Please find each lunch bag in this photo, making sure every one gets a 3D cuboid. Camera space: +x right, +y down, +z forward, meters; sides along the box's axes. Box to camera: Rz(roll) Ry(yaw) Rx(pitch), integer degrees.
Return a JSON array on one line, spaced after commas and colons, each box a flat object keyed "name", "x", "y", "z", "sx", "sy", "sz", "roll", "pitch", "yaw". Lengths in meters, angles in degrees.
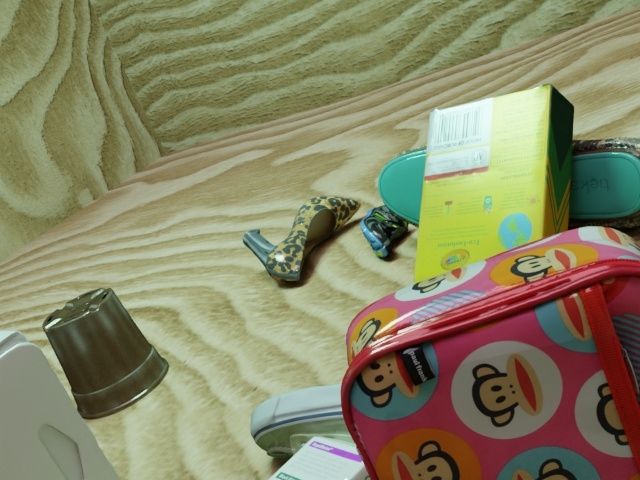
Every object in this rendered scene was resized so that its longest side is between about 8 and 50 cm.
[{"name": "lunch bag", "x": 0.172, "y": 0.145, "z": 0.523, "sx": 0.258, "sy": 0.293, "sz": 0.120, "roll": -21, "pitch": 14, "yaw": 9}]

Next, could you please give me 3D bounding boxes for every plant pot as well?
[{"name": "plant pot", "x": -0.365, "y": 0.178, "z": 1.286, "sx": 0.167, "sy": 0.165, "sz": 0.167, "roll": -22, "pitch": 18, "yaw": 8}]

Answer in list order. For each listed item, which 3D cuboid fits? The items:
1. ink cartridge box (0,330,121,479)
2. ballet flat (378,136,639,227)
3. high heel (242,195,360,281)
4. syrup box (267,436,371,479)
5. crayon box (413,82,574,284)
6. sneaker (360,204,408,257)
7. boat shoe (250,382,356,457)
[{"name": "ink cartridge box", "x": -0.445, "y": 0.268, "z": 0.943, "sx": 0.395, "sy": 0.285, "sz": 0.166, "roll": -8, "pitch": 26, "yaw": 42}, {"name": "ballet flat", "x": 0.327, "y": -0.085, "z": 1.232, "sx": 0.483, "sy": 0.164, "sz": 0.182, "roll": 1, "pitch": 8, "yaw": 42}, {"name": "high heel", "x": 0.000, "y": 0.000, "z": 1.502, "sx": 0.261, "sy": 0.093, "sz": 0.186, "roll": -22, "pitch": 34, "yaw": -20}, {"name": "syrup box", "x": -0.035, "y": 0.289, "z": 0.688, "sx": 0.237, "sy": 0.093, "sz": 0.096, "roll": -36, "pitch": 21, "yaw": -32}, {"name": "crayon box", "x": 0.240, "y": -0.043, "z": 1.094, "sx": 0.202, "sy": 0.081, "sz": 0.318, "roll": -5, "pitch": 69, "yaw": 42}, {"name": "sneaker", "x": 0.120, "y": -0.028, "z": 1.410, "sx": 0.078, "sy": 0.067, "sz": 0.188, "roll": -25, "pitch": 14, "yaw": 18}, {"name": "boat shoe", "x": 0.020, "y": 0.206, "z": 0.824, "sx": 0.109, "sy": 0.094, "sz": 0.302, "roll": 14, "pitch": -26, "yaw": -33}]
